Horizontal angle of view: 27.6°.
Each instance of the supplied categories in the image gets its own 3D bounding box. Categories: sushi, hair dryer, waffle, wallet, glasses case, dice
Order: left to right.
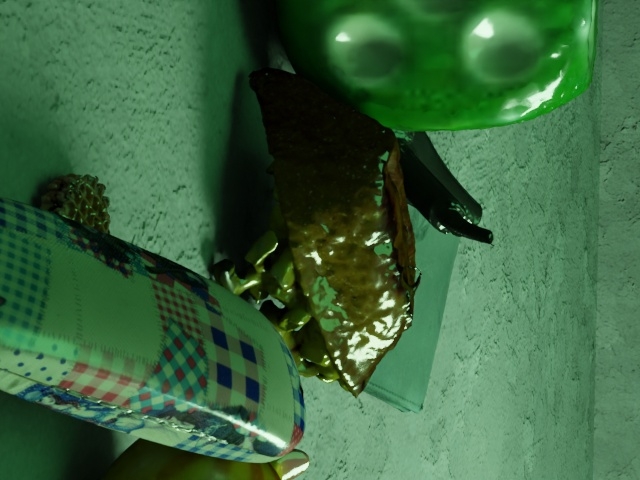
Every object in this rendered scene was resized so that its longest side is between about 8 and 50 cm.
[{"bbox_3d":[-0.171,-0.009,0.912,0.083,0.029,0.075,-14,107,-70],"label":"waffle"},{"bbox_3d":[-0.125,0.064,0.852,0.327,0.076,0.125,27,34,-45],"label":"glasses case"},{"bbox_3d":[0.000,0.004,1.192,0.167,0.179,0.296,-87,168,-53],"label":"sushi"},{"bbox_3d":[0.090,0.043,1.520,0.251,0.054,0.290,35,65,-59],"label":"wallet"},{"bbox_3d":[0.115,-0.038,1.317,0.235,0.091,0.272,40,11,-31],"label":"hair dryer"},{"bbox_3d":[0.122,-0.286,1.235,0.297,0.287,0.300,-66,156,-59],"label":"dice"}]

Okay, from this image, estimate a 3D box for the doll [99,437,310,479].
[{"bbox_3d":[-0.110,0.257,0.917,0.166,0.162,0.270,39,41,-33],"label":"doll"}]
